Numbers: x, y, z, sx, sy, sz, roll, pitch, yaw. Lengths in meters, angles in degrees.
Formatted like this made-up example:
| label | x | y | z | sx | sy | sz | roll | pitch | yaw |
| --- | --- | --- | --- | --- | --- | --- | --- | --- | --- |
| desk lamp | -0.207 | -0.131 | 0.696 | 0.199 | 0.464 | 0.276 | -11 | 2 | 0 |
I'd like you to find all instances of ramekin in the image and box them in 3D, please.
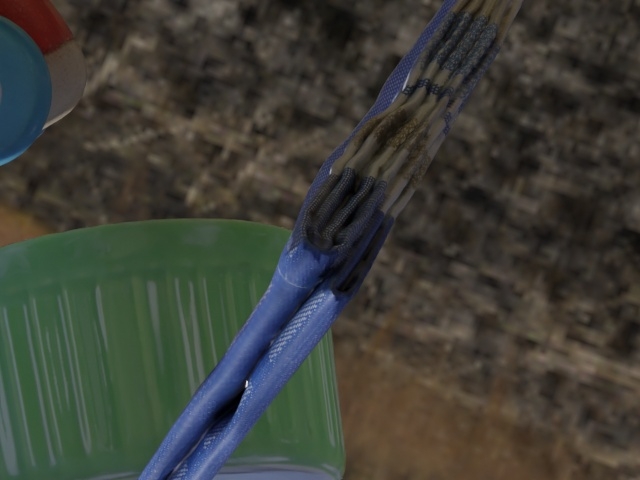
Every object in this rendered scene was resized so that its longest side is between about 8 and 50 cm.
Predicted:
| label | x | y | z | sx | sy | sz | roll | pitch | yaw |
| --- | --- | --- | --- | --- | --- | --- | --- | --- | --- |
| ramekin | -0.127 | 0.110 | 1.183 | 0.303 | 0.148 | 0.303 | -10 | 161 | -4 |

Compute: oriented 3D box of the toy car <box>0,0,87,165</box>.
| label | x | y | z | sx | sy | sz | roll | pitch | yaw |
| --- | --- | --- | --- | --- | --- | --- | --- | --- | --- |
| toy car | -0.252 | -0.119 | 0.888 | 0.238 | 0.210 | 0.219 | 60 | 177 | -7 |

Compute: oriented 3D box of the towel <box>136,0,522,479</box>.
| label | x | y | z | sx | sy | sz | roll | pitch | yaw |
| --- | --- | --- | --- | --- | --- | --- | --- | --- | --- |
| towel | 0.000 | 0.000 | 0.789 | 0.034 | 0.209 | 0.285 | 34 | -143 | -2 |
